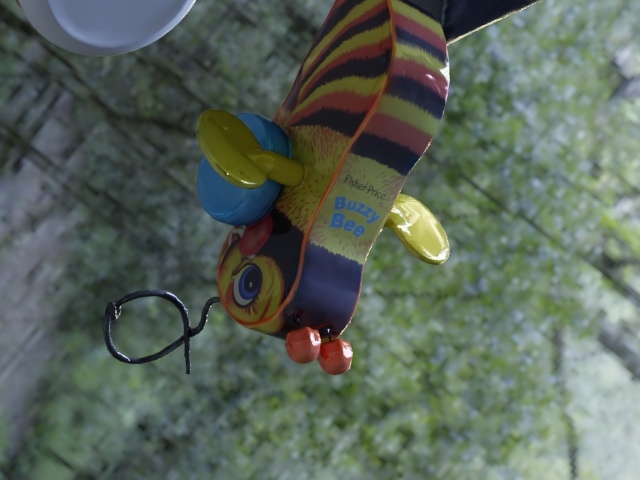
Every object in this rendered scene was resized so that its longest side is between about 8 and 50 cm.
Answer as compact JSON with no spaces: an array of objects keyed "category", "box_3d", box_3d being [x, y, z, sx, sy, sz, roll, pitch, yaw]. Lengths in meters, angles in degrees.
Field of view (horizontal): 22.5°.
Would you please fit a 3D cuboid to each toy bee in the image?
[{"category":"toy bee","box_3d":[0.000,0.000,0.989,0.195,0.162,0.298,-1,124,-29]}]

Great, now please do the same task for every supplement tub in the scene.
[{"category":"supplement tub","box_3d":[-0.239,-0.319,1.550,0.191,0.272,0.191,-18,134,-20]}]

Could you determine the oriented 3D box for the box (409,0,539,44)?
[{"category":"box","box_3d":[0.170,-0.477,1.181,0.472,0.480,0.297,-25,155,-14]}]
